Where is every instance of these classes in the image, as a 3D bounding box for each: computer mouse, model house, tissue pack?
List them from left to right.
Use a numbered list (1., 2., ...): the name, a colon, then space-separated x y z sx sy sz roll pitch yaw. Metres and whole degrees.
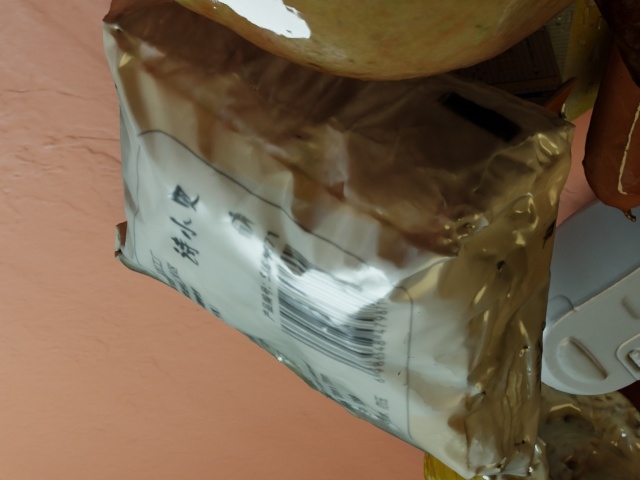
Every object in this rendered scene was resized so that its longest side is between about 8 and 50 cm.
1. tissue pack: 0.000 0.000 1.454 0.390 0.195 0.375 29 149 18
2. model house: 0.141 -0.087 1.506 0.207 0.136 0.219 -5 147 -7
3. computer mouse: 0.295 0.018 1.724 0.297 0.121 0.184 -37 131 15

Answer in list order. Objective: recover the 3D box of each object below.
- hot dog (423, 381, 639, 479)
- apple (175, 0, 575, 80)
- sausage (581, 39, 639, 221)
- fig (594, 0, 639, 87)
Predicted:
1. hot dog: 0.280 0.260 1.938 0.367 0.196 0.365 22 160 -5
2. apple: 0.026 -0.263 1.052 0.338 0.338 0.305 9 128 -26
3. sausage: 0.241 -0.098 1.518 0.065 0.065 0.169 3 117 -19
4. fig: 0.307 -0.216 1.367 0.274 0.170 0.145 -33 172 -1
